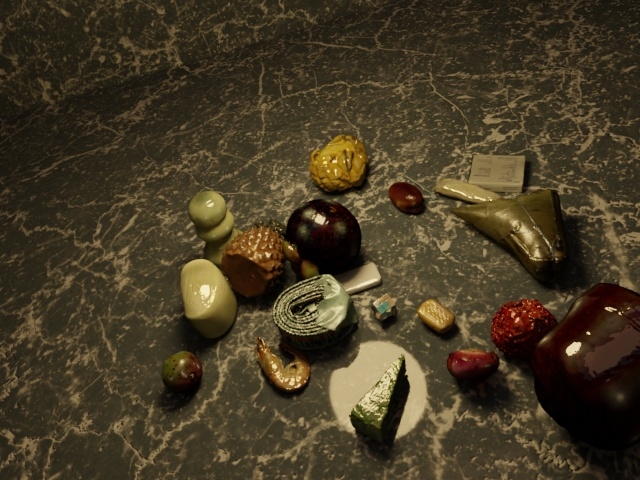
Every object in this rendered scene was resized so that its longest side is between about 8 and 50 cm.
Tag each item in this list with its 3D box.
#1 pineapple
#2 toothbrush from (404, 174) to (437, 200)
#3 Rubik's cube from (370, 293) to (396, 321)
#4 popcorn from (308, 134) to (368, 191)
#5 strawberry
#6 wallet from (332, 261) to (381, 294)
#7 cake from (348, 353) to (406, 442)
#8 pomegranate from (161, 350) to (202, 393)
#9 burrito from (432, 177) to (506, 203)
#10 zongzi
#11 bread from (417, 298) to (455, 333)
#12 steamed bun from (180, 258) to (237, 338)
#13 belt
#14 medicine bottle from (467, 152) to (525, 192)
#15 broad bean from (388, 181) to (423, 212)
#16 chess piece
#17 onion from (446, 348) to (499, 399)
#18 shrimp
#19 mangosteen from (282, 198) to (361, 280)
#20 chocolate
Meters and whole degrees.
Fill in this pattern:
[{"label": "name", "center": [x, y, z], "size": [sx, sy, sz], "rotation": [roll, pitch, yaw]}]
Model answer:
[{"label": "pineapple", "center": [-0.193, 0.027, 1.929], "size": [0.223, 0.223, 0.357], "rotation": [6, 32, 21]}, {"label": "toothbrush", "center": [0.387, -0.209, 2.106], "size": [0.019, 0.013, 0.193], "rotation": [-36, 48, -6]}, {"label": "Rubik's cube", "center": [0.205, 0.219, 1.719], "size": [0.075, 0.084, 0.073], "rotation": [-39, 74, 2]}, {"label": "popcorn", "center": [0.076, -0.302, 2.165], "size": [0.250, 0.190, 0.250], "rotation": [-9, 53, 12]}, {"label": "strawberry", "center": [0.568, 0.247, 1.500], "size": [0.187, 0.201, 0.184], "rotation": [41, 93, 24]}, {"label": "wallet", "center": [0.110, 0.139, 1.848], "size": [0.190, 0.033, 0.095], "rotation": [-20, 44, -3]}, {"label": "cake", "center": [0.193, 0.437, 1.495], "size": [0.099, 0.100, 0.235], "rotation": [30, 62, 34]}, {"label": "pomegranate", "center": [-0.438, 0.418, 1.700], "size": [0.129, 0.159, 0.129], "rotation": [9, 69, -24]}, {"label": "burrito", "center": [0.546, -0.170, 1.989], "size": [0.275, 0.059, 0.082], "rotation": [25, 67, 32]}, {"label": "zongzi", "center": [0.601, -0.014, 1.755], "size": [0.360, 0.160, 0.323], "rotation": [-1, 47, 14]}, {"label": "bread", "center": [0.356, 0.237, 1.666], "size": [0.115, 0.056, 0.082], "rotation": [33, 63, 30]}, {"label": "steamed bun", "center": [-0.375, 0.190, 1.825], "size": [0.154, 0.200, 0.250], "rotation": [-18, 48, -3]}, {"label": "belt", "center": [-0.016, 0.233, 1.715], "size": [0.257, 0.150, 0.207], "rotation": [-18, 54, 1]}, {"label": "medicine bottle", "center": [0.665, -0.257, 2.042], "size": [0.201, 0.052, 0.171], "rotation": [4, 49, 19]}, {"label": "broad bean", "center": [0.323, -0.169, 2.042], "size": [0.114, 0.084, 0.165], "rotation": [-8, 37, -14]}, {"label": "chess piece", "center": [-0.373, -0.039, 1.949], "size": [0.182, 0.330, 0.182], "rotation": [-8, 47, 9]}, {"label": "onion", "center": [0.425, 0.369, 1.492], "size": [0.150, 0.150, 0.140], "rotation": [-7, 82, 10]}, {"label": "shrimp", "center": [-0.121, 0.371, 1.683], "size": [0.133, 0.053, 0.236], "rotation": [-36, 52, -15]}, {"label": "mangosteen", "center": [0.000, 0.000, 1.841], "size": [0.288, 0.288, 0.288], "rotation": [-8, 46, 9]}, {"label": "chocolate", "center": [0.698, 0.334, 1.306], "size": [0.331, 0.383, 0.383], "rotation": [-44, 49, -3]}]
